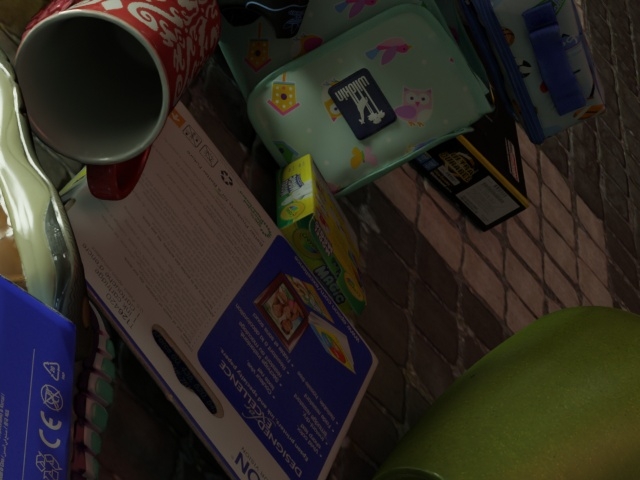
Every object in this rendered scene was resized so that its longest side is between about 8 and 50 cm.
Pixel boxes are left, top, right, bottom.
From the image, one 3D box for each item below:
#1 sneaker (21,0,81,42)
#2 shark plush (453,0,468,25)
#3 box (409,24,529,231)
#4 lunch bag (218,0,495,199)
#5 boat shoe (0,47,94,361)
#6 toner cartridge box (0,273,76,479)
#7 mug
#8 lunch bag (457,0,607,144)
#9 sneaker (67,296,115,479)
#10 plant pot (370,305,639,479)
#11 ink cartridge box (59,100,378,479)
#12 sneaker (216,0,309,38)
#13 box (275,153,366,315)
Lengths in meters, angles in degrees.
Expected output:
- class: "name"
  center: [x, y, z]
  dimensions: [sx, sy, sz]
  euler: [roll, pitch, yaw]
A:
- class: "sneaker"
  center: [-0.156, -0.191, 1.413]
  dimensions: [0.112, 0.121, 0.299]
  euler: [55, 24, -13]
- class: "shark plush"
  center: [0.143, -0.312, 2.000]
  dimensions: [0.161, 0.073, 0.067]
  euler: [16, 77, -61]
- class: "box"
  center: [0.139, -0.202, 2.013]
  dimensions: [0.257, 0.079, 0.322]
  euler: [40, 31, -30]
- class: "lunch bag"
  center: [0.030, -0.184, 1.616]
  dimensions: [0.160, 0.223, 0.262]
  euler: [29, 36, -63]
- class: "boat shoe"
  center: [-0.238, -0.031, 1.065]
  dimensions: [0.324, 0.120, 0.123]
  euler: [-122, -159, -52]
- class: "toner cartridge box"
  center: [-0.211, 0.190, 0.824]
  dimensions: [0.075, 0.165, 0.348]
  euler: [39, 30, -35]
- class: "mug"
  center: [-0.148, -0.125, 1.205]
  dimensions: [0.113, 0.150, 0.169]
  euler: [33, 28, -3]
- class: "lunch bag"
  center: [0.184, -0.245, 1.594]
  dimensions: [0.303, 0.115, 0.243]
  euler: [54, 16, -55]
- class: "sneaker"
  center: [-0.192, 0.107, 1.056]
  dimensions: [0.098, 0.083, 0.224]
  euler: [31, 36, -36]
- class: "plant pot"
  center: [0.174, 0.219, 1.419]
  dimensions: [0.293, 0.275, 0.275]
  euler: [-15, 74, -49]
- class: "ink cartridge box"
  center: [-0.093, 0.063, 1.304]
  dimensions: [0.304, 0.072, 0.307]
  euler: [54, 27, -11]
- class: "sneaker"
  center: [-0.102, -0.259, 1.570]
  dimensions: [0.232, 0.090, 0.081]
  euler: [24, 23, 39]
- class: "box"
  center: [0.000, 0.000, 1.507]
  dimensions: [0.105, 0.043, 0.179]
  euler: [60, 8, -20]
